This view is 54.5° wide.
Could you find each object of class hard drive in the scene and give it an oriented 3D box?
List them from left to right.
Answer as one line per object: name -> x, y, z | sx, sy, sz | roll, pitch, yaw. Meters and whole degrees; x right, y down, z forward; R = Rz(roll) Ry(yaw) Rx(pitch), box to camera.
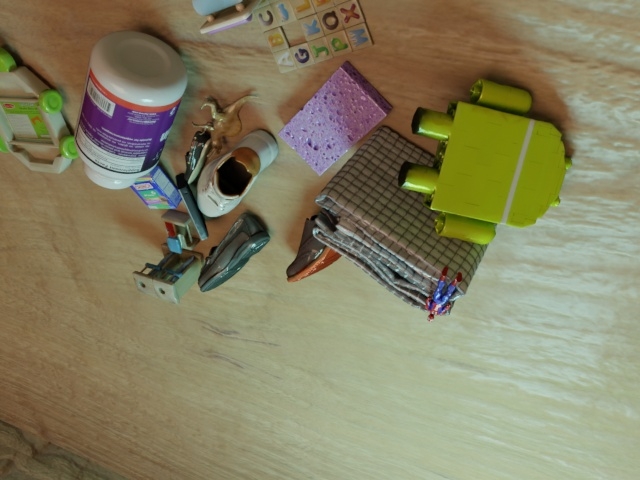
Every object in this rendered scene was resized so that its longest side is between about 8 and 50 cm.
hard drive -> -0.293, -0.077, 1.418 | 0.022, 0.094, 0.135 | -23, 119, -6

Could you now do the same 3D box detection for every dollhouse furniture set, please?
dollhouse furniture set -> -0.384, 0.034, 1.530 | 0.129, 0.129, 0.184 | 14, 132, 23

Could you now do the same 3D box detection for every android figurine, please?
android figurine -> 0.262, -0.116, 0.962 | 0.272, 0.056, 0.248 | 9, 101, -12

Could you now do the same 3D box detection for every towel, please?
towel -> 0.145, -0.032, 1.068 | 0.283, 0.235, 0.121 | 33, 142, 5

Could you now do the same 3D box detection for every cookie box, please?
cookie box -> -0.390, -0.122, 1.451 | 0.091, 0.040, 0.107 | 1, 142, 31

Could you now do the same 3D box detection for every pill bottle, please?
pill bottle -> -0.397, -0.251, 1.269 | 0.181, 0.181, 0.323 | 38, 137, 0

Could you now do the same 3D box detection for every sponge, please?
sponge -> 0.022, -0.218, 1.137 | 0.117, 0.031, 0.210 | 45, 136, -7

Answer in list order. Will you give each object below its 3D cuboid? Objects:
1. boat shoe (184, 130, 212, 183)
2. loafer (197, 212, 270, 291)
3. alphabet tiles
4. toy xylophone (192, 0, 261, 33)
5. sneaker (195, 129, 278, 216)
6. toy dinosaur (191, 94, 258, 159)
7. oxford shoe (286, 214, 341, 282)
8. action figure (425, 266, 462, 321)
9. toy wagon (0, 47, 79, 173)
boat shoe -> -0.270, -0.179, 1.342 | 0.042, 0.049, 0.133 | 32, 129, 0
loafer -> -0.216, 0.029, 1.464 | 0.267, 0.096, 0.084 | -39, 79, 38
alphabet tiles -> -0.038, -0.411, 1.033 | 0.198, 0.009, 0.237 | -6, 122, 36
toy xylophone -> -0.173, -0.507, 0.980 | 0.236, 0.081, 0.323 | -12, 115, 41
sneaker -> -0.207, -0.119, 1.300 | 0.106, 0.123, 0.290 | 42, 137, -7
toy dinosaur -> -0.197, -0.250, 1.250 | 0.092, 0.053, 0.183 | 29, 126, -16
oxford shoe -> 0.000, 0.000, 1.303 | 0.271, 0.097, 0.098 | -42, 78, 41
action figure -> 0.185, 0.089, 0.959 | 0.038, 0.030, 0.115 | 18, 139, 6
toy wagon -> -0.721, -0.324, 1.499 | 0.267, 0.068, 0.344 | 8, 128, 27
